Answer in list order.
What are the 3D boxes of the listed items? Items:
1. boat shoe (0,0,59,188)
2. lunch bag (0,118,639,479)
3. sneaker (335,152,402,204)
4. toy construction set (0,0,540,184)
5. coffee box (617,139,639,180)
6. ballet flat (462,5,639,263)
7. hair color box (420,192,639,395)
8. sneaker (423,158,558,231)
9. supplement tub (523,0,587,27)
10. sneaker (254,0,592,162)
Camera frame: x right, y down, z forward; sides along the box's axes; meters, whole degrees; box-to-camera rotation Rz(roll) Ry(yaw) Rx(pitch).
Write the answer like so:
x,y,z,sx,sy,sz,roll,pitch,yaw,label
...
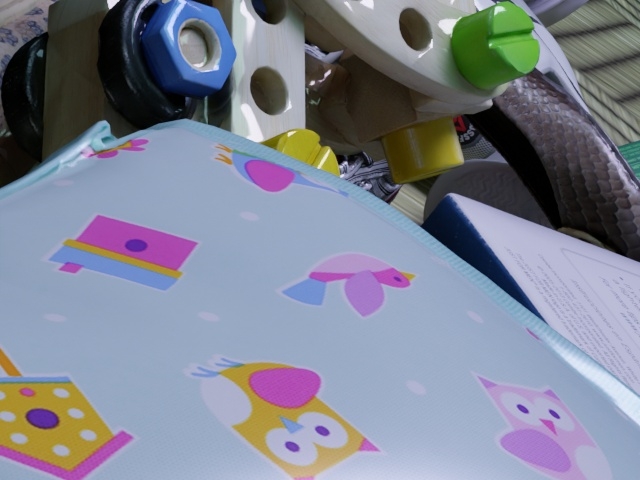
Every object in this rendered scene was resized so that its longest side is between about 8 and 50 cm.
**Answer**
x,y,z,sx,sy,sz,roll,pitch,yaw,label
-0.107,-0.063,0.768,0.089,0.104,0.285,48,33,4,boat shoe
-0.018,0.094,0.437,0.262,0.160,0.223,45,34,8,lunch bag
-0.019,-0.035,0.841,0.088,0.092,0.225,41,21,9,sneaker
0.000,0.000,0.667,0.215,0.151,0.327,16,52,-41,toy construction set
0.239,0.008,1.177,0.113,0.040,0.184,-17,49,-26,coffee box
0.079,-0.066,0.911,0.250,0.058,0.084,52,-12,8,ballet flat
0.180,0.108,0.843,0.347,0.105,0.174,18,29,-41,hair color box
0.148,0.026,1.028,0.240,0.091,0.126,31,3,-16,sneaker
0.069,-0.288,1.225,0.241,0.241,0.331,50,4,30,supplement tub
0.048,-0.116,1.081,0.330,0.122,0.146,19,25,-39,sneaker
